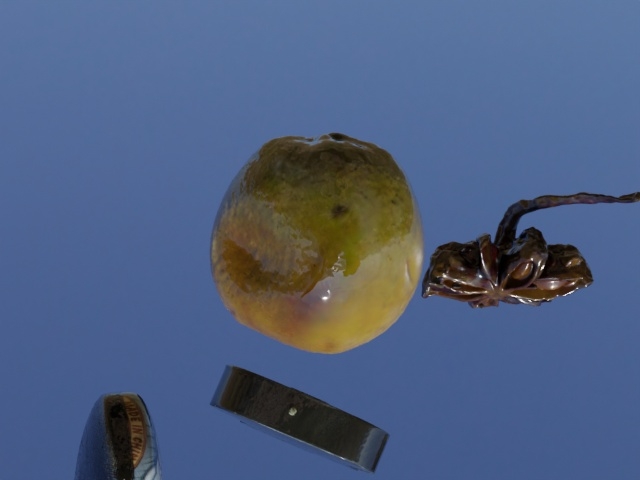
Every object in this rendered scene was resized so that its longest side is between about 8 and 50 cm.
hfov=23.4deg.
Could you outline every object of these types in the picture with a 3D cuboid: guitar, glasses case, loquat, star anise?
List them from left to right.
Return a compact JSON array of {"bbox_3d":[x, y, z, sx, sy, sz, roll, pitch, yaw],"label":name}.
[{"bbox_3d":[-0.198,0.271,1.492,0.082,0.321,0.122,-4,-131,-17],"label":"glasses case"},{"bbox_3d":[-0.007,0.103,0.843,0.088,0.025,0.233,22,171,6],"label":"guitar"},{"bbox_3d":[0.000,0.000,1.964,0.276,0.284,0.276,7,-165,-2],"label":"loquat"},{"bbox_3d":[0.158,0.007,1.158,0.190,0.097,0.070,-17,-124,33],"label":"star anise"}]
